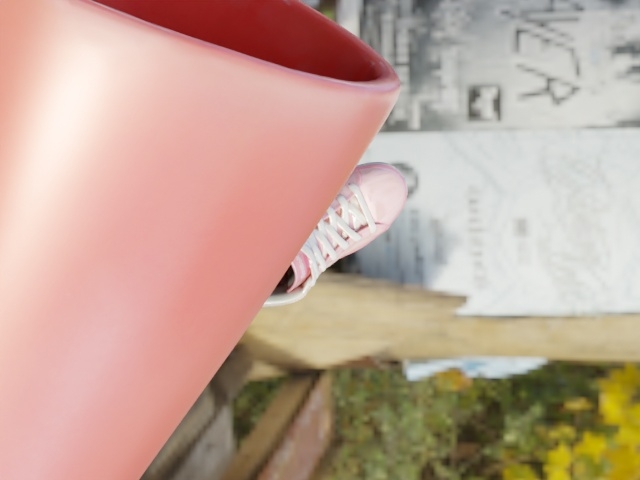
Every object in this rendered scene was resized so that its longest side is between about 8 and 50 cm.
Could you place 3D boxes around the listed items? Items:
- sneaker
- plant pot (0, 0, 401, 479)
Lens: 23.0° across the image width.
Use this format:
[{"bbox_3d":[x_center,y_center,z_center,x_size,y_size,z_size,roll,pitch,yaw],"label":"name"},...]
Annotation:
[{"bbox_3d":[0.000,0.000,0.962,0.051,0.134,0.070,65,-6,-19],"label":"sneaker"},{"bbox_3d":[-0.137,-0.014,0.667,0.243,0.275,0.275,-66,169,14],"label":"plant pot"}]
